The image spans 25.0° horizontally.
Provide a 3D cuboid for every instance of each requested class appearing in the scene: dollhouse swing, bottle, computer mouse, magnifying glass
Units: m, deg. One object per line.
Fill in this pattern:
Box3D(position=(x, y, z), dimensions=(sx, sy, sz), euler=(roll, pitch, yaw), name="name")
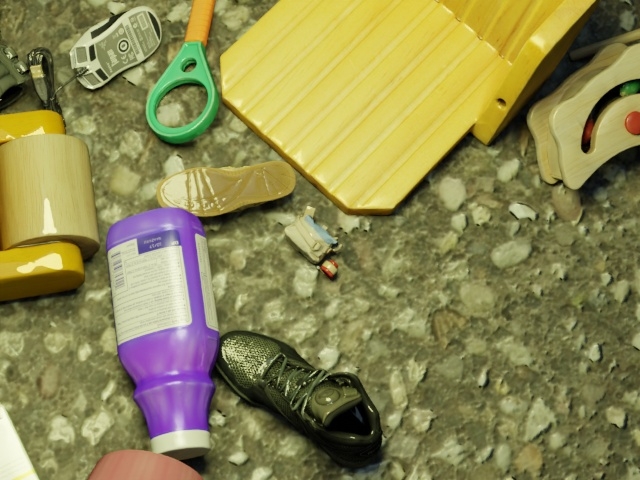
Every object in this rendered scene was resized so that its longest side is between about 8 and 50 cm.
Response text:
Box3D(position=(0.082, -0.260, 1.739), dimensions=(0.347, 0.315, 0.305), euler=(43, 61, 9), name="dollhouse swing")
Box3D(position=(-0.175, 0.107, 1.655), dimensions=(0.118, 0.092, 0.283), euler=(-17, 70, 20), name="bottle")
Box3D(position=(-0.279, -0.226, 1.789), dimensions=(0.193, 0.106, 0.042), euler=(-38, 37, -27), name="computer mouse")
Box3D(position=(-0.162, -0.225, 1.811), dimensions=(0.092, 0.026, 0.231), euler=(-1, 61, 20), name="magnifying glass")

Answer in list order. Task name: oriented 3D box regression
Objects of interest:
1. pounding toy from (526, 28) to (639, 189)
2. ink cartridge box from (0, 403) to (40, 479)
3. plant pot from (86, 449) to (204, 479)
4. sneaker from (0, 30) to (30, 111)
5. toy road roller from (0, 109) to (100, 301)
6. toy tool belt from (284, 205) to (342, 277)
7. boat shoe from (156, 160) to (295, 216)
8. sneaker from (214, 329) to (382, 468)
Box3D(position=(0.379, -0.168, 1.839), dimensions=(0.269, 0.155, 0.154), euler=(-39, 107, -8), name="pounding toy")
Box3D(position=(-0.429, 0.226, 1.614), dimensions=(0.171, 0.056, 0.235), euler=(-25, 77, -14), name="ink cartridge box")
Box3D(position=(-0.202, 0.332, 1.536), dimensions=(0.201, 0.201, 0.180), euler=(13, 53, -1), name="plant pot")
Box3D(position=(-0.413, -0.252, 1.775), dimensions=(0.147, 0.104, 0.296), euler=(29, 59, -14), name="sneaker")
Box3D(position=(-0.420, -0.052, 1.615), dimensions=(0.329, 0.240, 0.203), euler=(-8, 71, -9), name="toy road roller")
Box3D(position=(0.000, 0.000, 1.744), dimensions=(0.083, 0.052, 0.051), euler=(42, 80, 9), name="toy tool belt")
Box3D(position=(-0.117, -0.058, 1.749), dimensions=(0.170, 0.059, 0.063), euler=(-7, 83, -14), name="boat shoe")
Box3D(position=(-0.022, 0.164, 1.642), dimensions=(0.227, 0.130, 0.087), euler=(38, 69, 10), name="sneaker")
